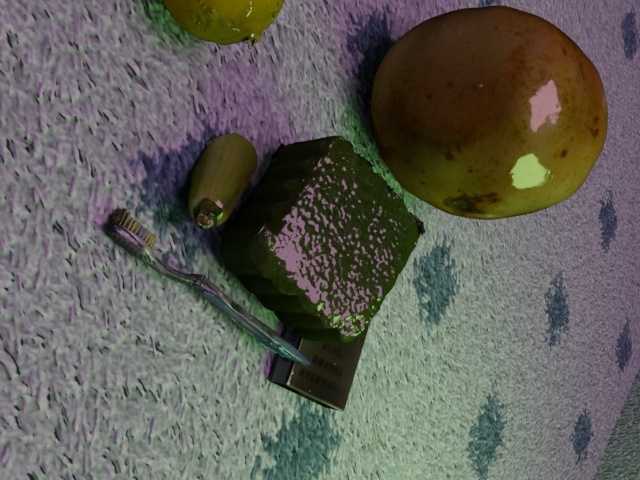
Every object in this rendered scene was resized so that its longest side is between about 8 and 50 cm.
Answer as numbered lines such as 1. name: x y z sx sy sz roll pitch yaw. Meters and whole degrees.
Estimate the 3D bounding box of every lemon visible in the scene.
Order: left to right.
1. lemon: -0.129 -0.350 0.960 0.173 0.173 0.206 -27 118 -47

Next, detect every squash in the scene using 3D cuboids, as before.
1. squash: -0.149 -0.068 1.037 0.200 0.075 0.090 -71 164 -53

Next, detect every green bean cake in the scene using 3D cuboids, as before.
1. green bean cake: 0.000 0.000 1.134 0.247 0.156 0.250 44 66 -25

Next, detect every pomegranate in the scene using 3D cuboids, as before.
1. pomegranate: 0.297 -0.236 1.339 0.416 0.416 0.417 -6 97 -51

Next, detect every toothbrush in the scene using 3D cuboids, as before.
1. toothbrush: -0.142 0.086 1.058 0.413 0.035 0.042 44 56 -37

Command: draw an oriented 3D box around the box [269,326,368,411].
1. box: 0.026 0.114 1.293 0.180 0.047 0.325 37 65 -47
